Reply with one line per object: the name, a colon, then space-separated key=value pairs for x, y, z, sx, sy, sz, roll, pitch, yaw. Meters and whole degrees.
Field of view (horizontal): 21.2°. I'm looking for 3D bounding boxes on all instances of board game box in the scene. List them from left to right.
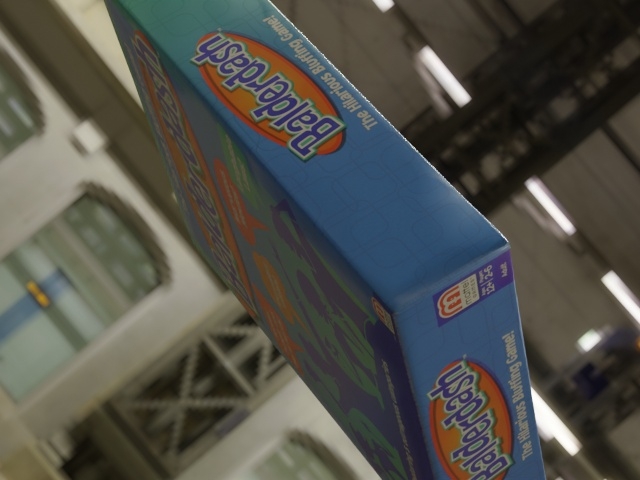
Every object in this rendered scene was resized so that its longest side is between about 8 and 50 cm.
board game box: x=0.000 y=0.000 z=0.632 sx=0.210 sy=0.047 sz=0.160 roll=49 pitch=-16 yaw=40
